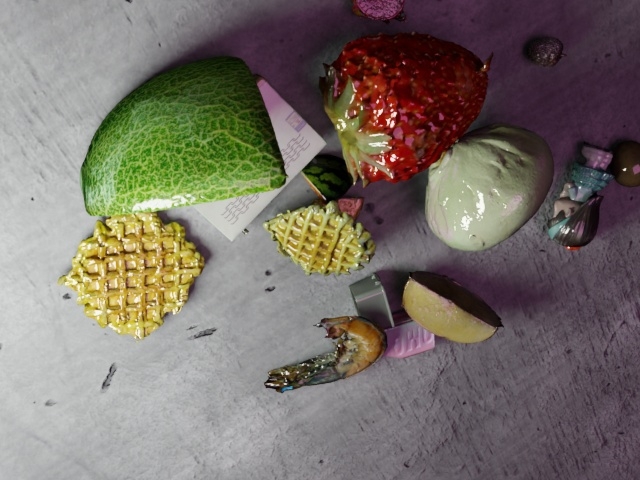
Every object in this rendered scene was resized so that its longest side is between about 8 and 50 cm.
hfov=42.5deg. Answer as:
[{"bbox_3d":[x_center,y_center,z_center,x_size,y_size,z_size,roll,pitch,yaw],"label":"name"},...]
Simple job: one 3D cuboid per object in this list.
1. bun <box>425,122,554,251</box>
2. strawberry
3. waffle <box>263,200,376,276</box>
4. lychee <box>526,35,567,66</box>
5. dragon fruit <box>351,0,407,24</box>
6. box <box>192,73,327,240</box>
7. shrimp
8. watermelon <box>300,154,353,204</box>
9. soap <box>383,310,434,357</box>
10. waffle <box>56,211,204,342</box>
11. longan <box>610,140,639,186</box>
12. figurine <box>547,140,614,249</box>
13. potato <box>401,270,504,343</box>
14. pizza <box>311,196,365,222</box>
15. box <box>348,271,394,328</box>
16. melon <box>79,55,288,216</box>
[{"bbox_3d":[0.312,-0.130,1.650,0.293,0.293,0.187,-44,115,0],"label":"bun"},{"bbox_3d":[0.175,-0.272,1.529,0.343,0.292,0.292,-29,120,-11],"label":"strawberry"},{"bbox_3d":[0.000,0.000,1.640,0.214,0.054,0.208,-11,133,33],"label":"waffle"},{"bbox_3d":[0.473,-0.394,1.721,0.083,0.067,0.068,10,80,-2],"label":"lychee"},{"bbox_3d":[0.103,-0.466,1.542,0.126,0.068,0.112,10,97,-13],"label":"dragon fruit"},{"bbox_3d":[-0.142,-0.153,1.572,0.211,0.045,0.270,42,91,-21],"label":"box"},{"bbox_3d":[0.003,0.242,1.761,0.290,0.054,0.222,-20,142,1],"label":"shrimp"},{"bbox_3d":[0.026,-0.111,1.651,0.135,0.125,0.094,-17,136,-34],"label":"watermelon"},{"bbox_3d":[0.192,0.214,1.874,0.149,0.056,0.100,-13,119,-16],"label":"soap"},{"bbox_3d":[-0.357,0.061,1.584,0.245,0.052,0.254,39,92,-29],"label":"waffle"},{"bbox_3d":[0.722,-0.179,1.904,0.113,0.092,0.113,0,90,-16],"label":"longan"},{"bbox_3d":[0.605,-0.095,1.886,0.137,0.110,0.246,11,101,-45],"label":"figurine"},{"bbox_3d":[0.278,0.148,1.842,0.243,0.138,0.098,31,112,-6],"label":"potato"},{"bbox_3d":[0.027,-0.063,1.704,0.108,0.026,0.123,35,99,-22],"label":"pizza"},{"bbox_3d":[0.110,0.139,1.795,0.069,0.084,0.122,-19,118,-3],"label":"box"},{"bbox_3d":[-0.255,-0.146,1.424,0.343,0.331,0.226,-19,154,-9],"label":"melon"}]
